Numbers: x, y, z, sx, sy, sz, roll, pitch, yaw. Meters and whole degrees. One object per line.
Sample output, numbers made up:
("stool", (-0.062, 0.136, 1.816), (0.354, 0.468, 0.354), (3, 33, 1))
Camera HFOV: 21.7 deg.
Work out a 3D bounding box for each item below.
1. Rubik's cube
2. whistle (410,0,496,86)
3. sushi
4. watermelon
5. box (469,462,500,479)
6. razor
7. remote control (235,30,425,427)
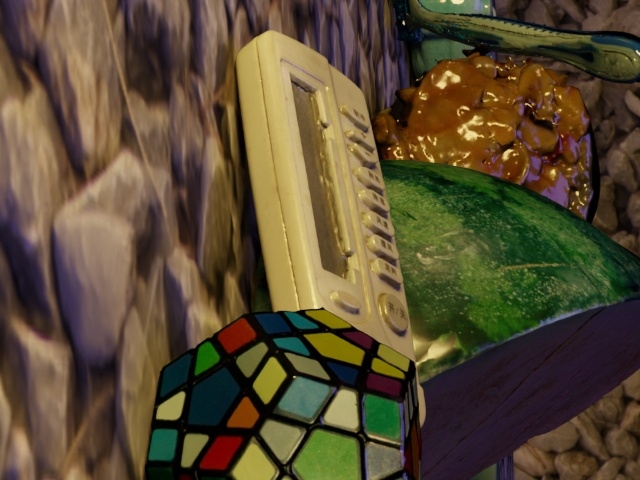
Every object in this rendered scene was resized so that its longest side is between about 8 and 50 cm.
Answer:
("Rubik's cube", (-0.013, 0.093, 0.723), (0.112, 0.133, 0.133), (45, 37, -38))
("whistle", (0.138, -0.193, 1.737), (0.274, 0.093, 0.186), (76, 14, -60))
("sushi", (0.129, -0.056, 1.399), (0.200, 0.213, 0.204), (63, -4, 1))
("watermelon", (0.052, 0.031, 1.050), (0.222, 0.319, 0.292), (54, -12, 25))
("box", (0.122, 0.314, 1.481), (0.153, 0.092, 0.245), (-79, 164, -52))
("razor", (0.159, -0.183, 1.465), (0.056, 0.324, 0.093), (-25, 122, -31))
("remote control", (0.001, -0.001, 0.870), (0.090, 0.049, 0.230), (27, 43, -42))
